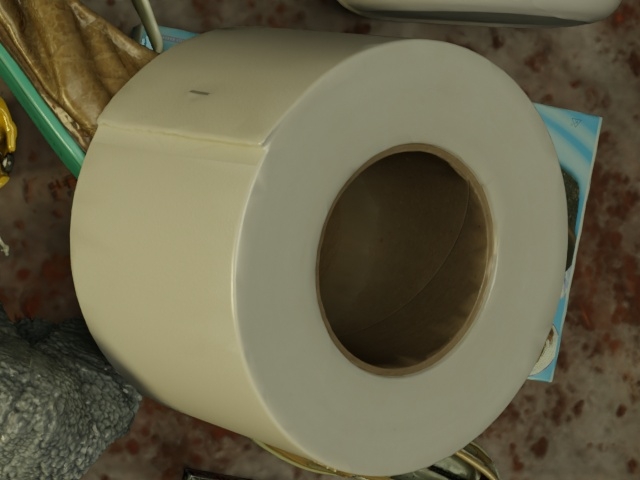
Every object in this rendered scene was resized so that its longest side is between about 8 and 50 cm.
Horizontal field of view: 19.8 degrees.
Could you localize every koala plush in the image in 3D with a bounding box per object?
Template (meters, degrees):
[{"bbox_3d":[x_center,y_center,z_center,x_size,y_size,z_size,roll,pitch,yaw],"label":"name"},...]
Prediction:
[{"bbox_3d":[-0.224,0.148,1.125,0.196,0.203,0.221,24,100,-14],"label":"koala plush"}]

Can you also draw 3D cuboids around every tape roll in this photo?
[{"bbox_3d":[0.000,0.000,1.064,0.246,0.169,0.246,-7,102,-37],"label":"tape roll"}]

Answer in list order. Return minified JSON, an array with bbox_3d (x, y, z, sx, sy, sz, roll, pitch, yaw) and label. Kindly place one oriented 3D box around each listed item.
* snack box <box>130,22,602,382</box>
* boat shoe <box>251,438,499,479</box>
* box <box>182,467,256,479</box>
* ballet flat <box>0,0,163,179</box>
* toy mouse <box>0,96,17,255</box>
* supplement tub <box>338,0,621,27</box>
[{"bbox_3d":[0.017,-0.022,1.226,0.321,0.060,0.187,10,92,-15],"label":"snack box"},{"bbox_3d":[0.038,0.135,1.236,0.190,0.072,0.068,17,90,-14],"label":"boat shoe"},{"bbox_3d":[-0.035,0.213,1.247,0.137,0.027,0.094,13,92,-15],"label":"box"},{"bbox_3d":[-0.196,-0.181,1.117,0.124,0.116,0.342,-43,88,-12],"label":"ballet flat"},{"bbox_3d":[-0.266,-0.075,1.163,0.143,0.031,0.161,4,88,-20],"label":"toy mouse"},{"bbox_3d":[0.105,-0.276,1.163,0.191,0.191,0.272,2,94,-14],"label":"supplement tub"}]
